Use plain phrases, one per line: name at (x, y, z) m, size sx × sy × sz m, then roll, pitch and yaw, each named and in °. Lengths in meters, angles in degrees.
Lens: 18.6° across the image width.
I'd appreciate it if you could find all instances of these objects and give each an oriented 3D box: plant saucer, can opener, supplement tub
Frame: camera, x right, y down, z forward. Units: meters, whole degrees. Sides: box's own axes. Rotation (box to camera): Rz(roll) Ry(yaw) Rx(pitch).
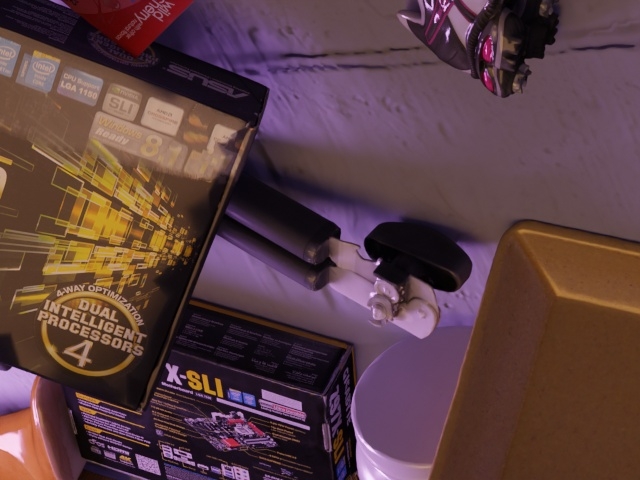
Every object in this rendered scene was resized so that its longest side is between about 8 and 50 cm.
plant saucer at (0.271, 0.177, 1.613) m, size 0.332 × 0.333 × 0.081 m, roll 13°, pitch 166°, yaw 22°
can opener at (0.000, 0.000, 1.753) m, size 0.280 × 0.093 × 0.074 m, roll 26°, pitch 142°, yaw 20°
supplement tub at (0.142, 0.231, 1.827) m, size 0.191 × 0.191 × 0.272 m, roll 7°, pitch 138°, yaw 28°

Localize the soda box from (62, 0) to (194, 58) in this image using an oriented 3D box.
soda box at (-0.099, -0.249, 1.511) m, size 0.083 × 0.092 × 0.263 m, roll 37°, pitch 143°, yaw -14°

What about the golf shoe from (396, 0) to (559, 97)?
golf shoe at (0.112, -0.219, 1.401) m, size 0.120 × 0.105 × 0.273 m, roll 25°, pitch 143°, yaw 18°

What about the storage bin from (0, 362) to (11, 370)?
storage bin at (-0.343, 0.065, 2.016) m, size 0.098 × 0.135 × 0.091 m, roll 10°, pitch 148°, yaw 25°

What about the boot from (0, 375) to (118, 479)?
boot at (-0.350, 0.226, 2.223) m, size 0.211 × 0.104 × 0.295 m, roll 12°, pitch 144°, yaw 22°

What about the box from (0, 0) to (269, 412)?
box at (-0.279, -0.057, 1.681) m, size 0.395 × 0.097 × 0.318 m, roll 22°, pitch 117°, yaw -5°

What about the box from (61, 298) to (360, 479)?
box at (-0.116, 0.171, 2.026) m, size 0.322 × 0.079 × 0.257 m, roll 15°, pitch 139°, yaw 19°
